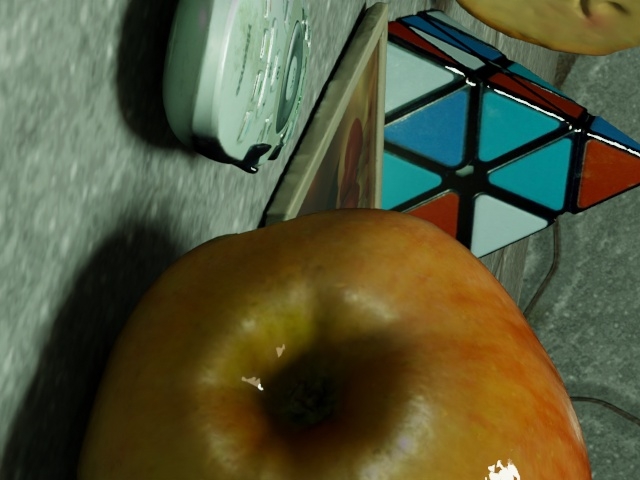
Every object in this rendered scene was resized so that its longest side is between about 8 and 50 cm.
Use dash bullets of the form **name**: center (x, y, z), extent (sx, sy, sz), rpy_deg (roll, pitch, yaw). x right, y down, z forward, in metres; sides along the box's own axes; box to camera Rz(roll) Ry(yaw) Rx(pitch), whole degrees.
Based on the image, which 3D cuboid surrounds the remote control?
- **remote control**: center (-0.036, -0.083, 0.753), extent (0.256, 0.045, 0.097), rpy_deg (1, 101, -81)

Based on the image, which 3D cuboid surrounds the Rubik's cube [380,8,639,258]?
- **Rubik's cube**: center (0.117, -0.101, 1.195), extent (0.234, 0.250, 0.284), rpy_deg (41, 63, -54)

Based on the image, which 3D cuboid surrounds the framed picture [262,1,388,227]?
- **framed picture**: center (0.000, 0.000, 1.056), extent (0.289, 0.020, 0.211), rpy_deg (-65, 162, -46)

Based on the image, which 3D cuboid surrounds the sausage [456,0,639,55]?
- **sausage**: center (0.230, -0.341, 1.319), extent (0.233, 0.233, 0.287), rpy_deg (79, 25, -61)

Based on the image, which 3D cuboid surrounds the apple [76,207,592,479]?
- **apple**: center (0.012, 0.101, 0.688), extent (0.241, 0.242, 0.242), rpy_deg (66, 37, -67)
